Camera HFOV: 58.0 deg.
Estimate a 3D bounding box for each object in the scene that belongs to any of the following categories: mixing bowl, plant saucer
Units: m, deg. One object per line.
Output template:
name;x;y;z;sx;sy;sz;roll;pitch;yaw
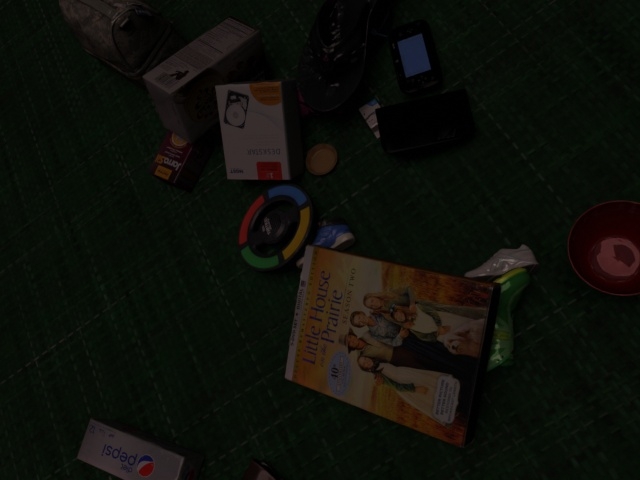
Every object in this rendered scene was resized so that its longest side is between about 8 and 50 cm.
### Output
mixing bowl;0.566;0.024;1.102;0.181;0.098;0.182;-6;72;19
plant saucer;0.005;-0.199;1.436;0.083;0.015;0.084;-6;72;20

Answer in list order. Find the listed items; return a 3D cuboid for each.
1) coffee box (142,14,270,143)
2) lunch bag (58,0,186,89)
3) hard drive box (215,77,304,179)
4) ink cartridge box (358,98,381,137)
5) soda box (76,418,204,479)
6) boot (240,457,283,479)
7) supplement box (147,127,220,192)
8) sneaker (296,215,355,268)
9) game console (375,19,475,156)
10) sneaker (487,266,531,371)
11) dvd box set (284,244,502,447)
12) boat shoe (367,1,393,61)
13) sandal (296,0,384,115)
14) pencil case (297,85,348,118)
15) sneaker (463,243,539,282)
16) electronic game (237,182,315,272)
coffee box;-0.280;-0.413;1.474;0.119;0.168;0.297;34;65;27
lunch bag;-0.575;-0.607;1.653;0.305;0.256;0.213;34;89;26
hard drive box;-0.145;-0.271;1.415;0.181;0.089;0.232;2;110;22
ink cartridge box;0.135;-0.297;1.407;0.048;0.028;0.083;-32;66;9
soda box;-0.420;0.505;1.347;0.286;0.091;0.098;11;77;23
boot;-0.118;0.610;1.196;0.248;0.090;0.207;36;91;30
supplement box;-0.366;-0.238;1.556;0.104;0.081;0.188;22;84;25
sneaker;0.000;0.000;1.354;0.152;0.058;0.085;-31;63;14
game console;0.225;-0.368;1.371;0.213;0.044;0.362;-11;67;8
sneaker;0.341;0.190;1.144;0.123;0.109;0.296;31;96;24
dvd box set;0.127;0.192;1.165;0.420;0.062;0.308;13;94;34
boat shoe;0.096;-0.497;1.449;0.109;0.089;0.258;29;86;26
sandal;0.048;-0.516;1.366;0.167;0.107;0.446;15;82;20
pencil case;-0.032;-0.345;1.456;0.209;0.098;0.095;-6;28;20
sneaker;0.371;0.054;1.201;0.152;0.054;0.061;-17;54;13
electronic game;-0.109;-0.032;1.386;0.229;0.048;0.229;-16;60;31
